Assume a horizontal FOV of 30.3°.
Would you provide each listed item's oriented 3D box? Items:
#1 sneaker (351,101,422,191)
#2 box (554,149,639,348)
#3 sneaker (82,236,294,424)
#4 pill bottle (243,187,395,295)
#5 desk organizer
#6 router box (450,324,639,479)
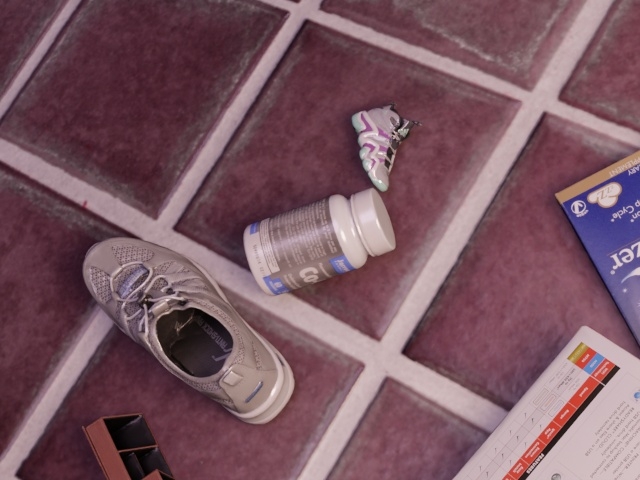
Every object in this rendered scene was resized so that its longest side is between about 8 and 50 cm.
[{"bbox_3d":[0.074,-0.102,1.211,0.069,0.038,0.098,-21,62,13],"label":"sneaker"},{"bbox_3d":[0.322,0.020,1.059,0.136,0.036,0.225,-28,61,9],"label":"box"},{"bbox_3d":[-0.145,0.069,1.182,0.281,0.115,0.105,32,82,30],"label":"sneaker"},{"bbox_3d":[0.000,0.000,1.174,0.137,0.078,0.078,-19,62,15],"label":"pill bottle"},{"bbox_3d":[-0.181,0.229,1.168,0.050,0.047,0.130,-35,60,2],"label":"desk organizer"},{"bbox_3d":[0.215,0.274,0.913,0.335,0.082,0.301,-48,41,-3],"label":"router box"}]
